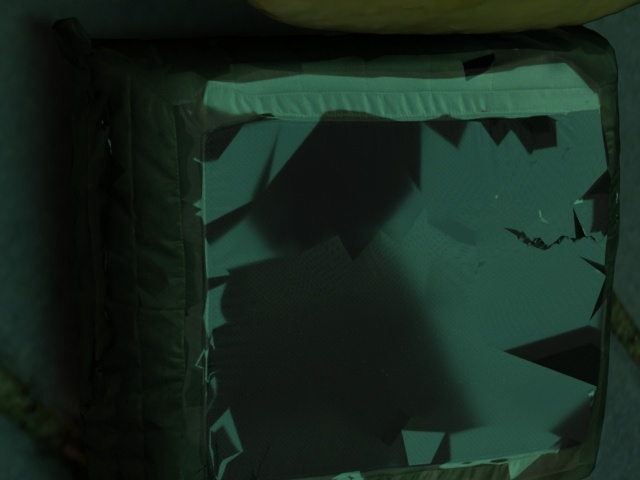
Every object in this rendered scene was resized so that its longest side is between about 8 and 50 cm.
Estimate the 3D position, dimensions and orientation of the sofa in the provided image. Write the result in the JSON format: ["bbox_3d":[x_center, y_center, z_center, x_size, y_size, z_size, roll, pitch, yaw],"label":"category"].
[{"bbox_3d":[0.000,0.000,0.706,0.225,0.176,0.210,-6,106,-16],"label":"sofa"}]

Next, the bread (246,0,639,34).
[{"bbox_3d":[0.048,-0.228,0.561,0.320,0.237,0.321,-13,135,-13],"label":"bread"}]
